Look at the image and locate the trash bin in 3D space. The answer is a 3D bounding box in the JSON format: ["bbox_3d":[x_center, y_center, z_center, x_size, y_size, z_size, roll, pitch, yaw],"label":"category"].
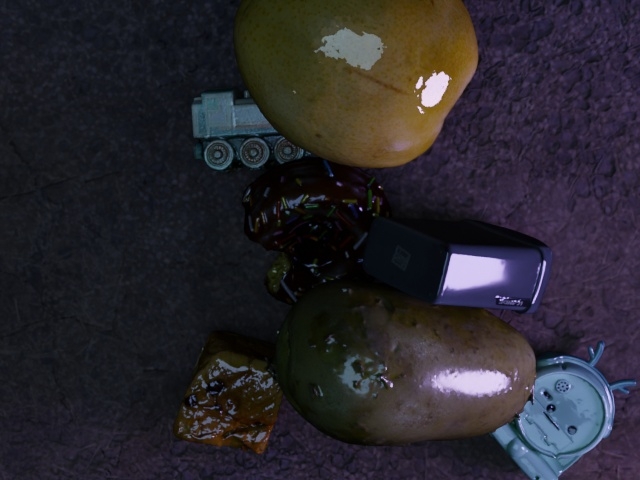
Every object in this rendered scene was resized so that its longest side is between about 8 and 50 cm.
[{"bbox_3d":[0.197,0.030,1.584,0.177,0.236,0.101,27,107,48],"label":"trash bin"}]

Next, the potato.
[{"bbox_3d":[0.111,0.171,1.582,0.359,0.270,0.219,8,93,-26],"label":"potato"}]

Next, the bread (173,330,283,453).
[{"bbox_3d":[-0.123,0.219,1.697,0.143,0.158,0.149,17,96,-4],"label":"bread"}]

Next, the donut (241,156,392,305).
[{"bbox_3d":[0.000,-0.001,1.642,0.216,0.096,0.230,-3,118,-2],"label":"donut"}]

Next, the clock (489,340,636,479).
[{"bbox_3d":[0.347,0.238,1.678,0.211,0.066,0.159,-42,92,11],"label":"clock"}]

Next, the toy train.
[{"bbox_3d":[-0.090,-0.160,1.672,0.194,0.081,0.125,-3,94,10],"label":"toy train"}]

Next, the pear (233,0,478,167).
[{"bbox_3d":[0.048,-0.250,1.526,0.315,0.314,0.314,1,99,8],"label":"pear"}]
